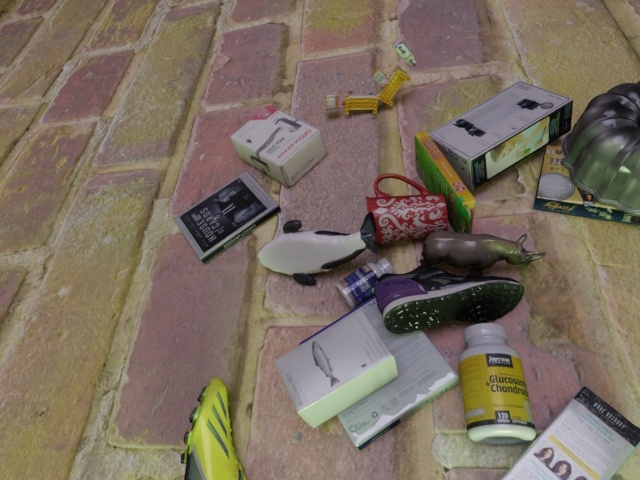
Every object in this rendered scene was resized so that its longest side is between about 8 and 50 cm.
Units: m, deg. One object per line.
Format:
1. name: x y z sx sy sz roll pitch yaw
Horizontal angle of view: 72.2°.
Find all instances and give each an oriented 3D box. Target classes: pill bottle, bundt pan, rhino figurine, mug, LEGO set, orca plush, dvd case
1. pill bottle: 0.097 0.088 0.924 0.120 0.067 0.067 -33 54 -9
2. bundt pan: 0.684 -0.212 0.891 0.330 0.124 0.331 -7 53 10
3. rhino figurine: 0.322 0.026 0.883 0.243 0.106 0.073 2 57 16
4. mug: 0.186 -0.065 0.965 0.169 0.150 0.113 -5 29 6
5. LEGO set: 0.145 -0.446 1.267 0.287 0.132 0.107 -30 32 22
6. orca plush: 0.000 0.000 0.983 0.287 0.151 0.102 -27 8 29
7. dvd case: -0.246 -0.067 1.149 0.238 0.029 0.179 -36 54 -12
8. pill bottle: 0.291 0.240 0.743 0.103 0.103 0.184 -5 54 12

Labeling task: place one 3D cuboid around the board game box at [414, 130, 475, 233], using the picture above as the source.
1. board game box: 0.278 -0.120 0.986 0.039 0.124 0.259 -18 53 1

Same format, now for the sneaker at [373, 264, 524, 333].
1. sneaker: 0.244 0.087 0.848 0.283 0.107 0.124 -5 39 -9

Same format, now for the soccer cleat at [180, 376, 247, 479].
1. soccer cleat: -0.190 0.395 0.791 0.121 0.093 0.289 12 49 -14

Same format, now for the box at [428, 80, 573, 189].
1. box: 0.422 -0.258 1.050 0.290 0.087 0.169 -31 42 -8

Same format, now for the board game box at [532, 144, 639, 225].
1. board game box: 0.607 -0.122 0.951 0.243 0.042 0.165 13 60 23

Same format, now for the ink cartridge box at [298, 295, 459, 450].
1. ink cartridge box: 0.103 0.234 0.834 0.223 0.045 0.224 -30 53 -7

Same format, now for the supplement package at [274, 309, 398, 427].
1. supplement package: 0.030 0.223 0.765 0.179 0.105 0.105 -30 53 -7

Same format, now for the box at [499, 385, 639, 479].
1. box: 0.369 0.349 0.672 0.244 0.060 0.100 -39 55 -13

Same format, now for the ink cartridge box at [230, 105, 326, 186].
1. ink cartridge box: -0.116 -0.263 1.214 0.218 0.092 0.158 34 70 30
